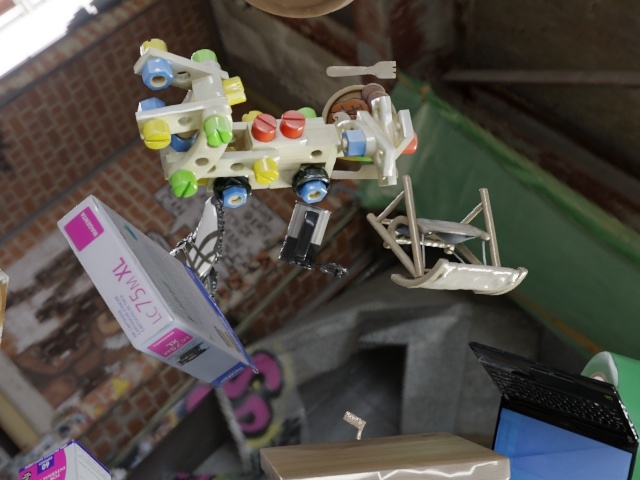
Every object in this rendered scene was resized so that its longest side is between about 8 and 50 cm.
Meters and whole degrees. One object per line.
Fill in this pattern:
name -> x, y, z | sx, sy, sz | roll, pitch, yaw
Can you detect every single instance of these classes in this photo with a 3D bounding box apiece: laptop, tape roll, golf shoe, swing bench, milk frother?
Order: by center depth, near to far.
laptop -> 0.333, 0.295, 1.461 | 0.234, 0.136, 0.264 | 15, -26, 38
golf shoe -> -0.208, 0.018, 1.619 | 0.094, 0.198, 0.077 | 10, 16, -6
tape roll -> 0.520, 0.368, 1.815 | 0.077, 0.321, 0.321 | 17, -23, 0
milk frother -> 0.000, 0.000, 2.127 | 0.143, 0.134, 0.129 | 17, 2, -21
swing bench -> 0.277, 0.013, 2.173 | 0.165, 0.253, 0.254 | -49, -133, 38

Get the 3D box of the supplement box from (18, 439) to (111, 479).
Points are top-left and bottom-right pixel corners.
supplement box -> -0.397, 0.444, 1.552 | 0.114, 0.111, 0.220 | 58, 5, -39

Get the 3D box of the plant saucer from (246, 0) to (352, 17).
plant saucer -> -0.051, -0.458, 1.611 | 0.278, 0.041, 0.278 | 8, -28, 4

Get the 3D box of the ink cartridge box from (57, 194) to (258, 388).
ink cartridge box -> -0.185, 0.077, 1.191 | 0.185, 0.065, 0.311 | 53, 3, 22

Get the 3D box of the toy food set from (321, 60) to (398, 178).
toy food set -> 0.067, -0.190, 1.591 | 0.038, 0.133, 0.192 | -85, 172, -77

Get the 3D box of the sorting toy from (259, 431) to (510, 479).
sorting toy -> 0.068, 0.301, 1.190 | 0.255, 0.257, 0.089 | 154, -67, -80

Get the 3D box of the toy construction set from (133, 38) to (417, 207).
toy construction set -> -0.056, -0.127, 1.154 | 0.328, 0.151, 0.215 | 7, -37, -8

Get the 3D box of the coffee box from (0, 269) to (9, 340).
coffee box -> -0.555, 0.124, 1.464 | 0.246, 0.098, 0.141 | -99, 162, -44

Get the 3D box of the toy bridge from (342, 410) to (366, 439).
toy bridge -> 0.021, 0.361, 1.525 | 0.063, 0.188, 0.026 | 30, -14, 4
